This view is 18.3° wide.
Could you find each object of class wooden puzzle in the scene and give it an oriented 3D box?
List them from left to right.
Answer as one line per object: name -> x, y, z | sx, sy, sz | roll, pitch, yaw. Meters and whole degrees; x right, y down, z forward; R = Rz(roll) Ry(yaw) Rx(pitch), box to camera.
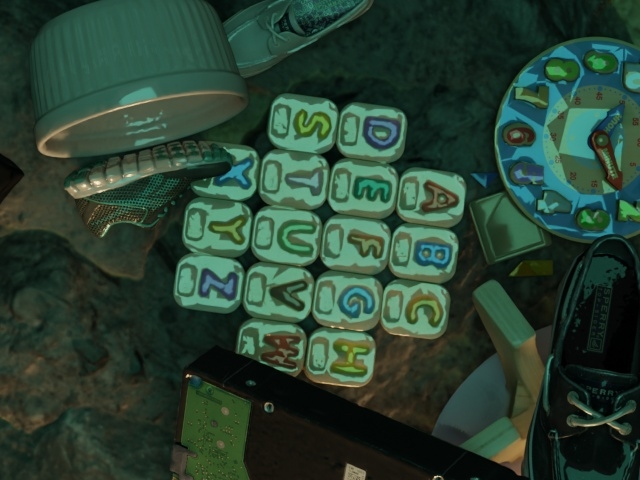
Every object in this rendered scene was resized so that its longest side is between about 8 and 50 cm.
wooden puzzle -> 0.190, -0.016, 1.993 | 0.078, 0.014, 0.116 | -11, 92, -8

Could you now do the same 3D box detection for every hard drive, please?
hard drive -> 0.015, 0.262, 1.846 | 0.339, 0.064, 0.237 | 20, 119, 22

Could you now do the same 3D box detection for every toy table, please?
toy table -> 0.225, 0.159, 1.897 | 0.252, 0.161, 0.274 | 43, 76, 12

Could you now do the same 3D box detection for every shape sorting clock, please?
shape sorting clock -> 0.275, -0.100, 1.978 | 0.206, 0.040, 0.206 | 0, 90, -10

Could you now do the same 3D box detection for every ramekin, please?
ramekin -> -0.177, -0.159, 1.874 | 0.207, 0.207, 0.109 | -13, 83, -4

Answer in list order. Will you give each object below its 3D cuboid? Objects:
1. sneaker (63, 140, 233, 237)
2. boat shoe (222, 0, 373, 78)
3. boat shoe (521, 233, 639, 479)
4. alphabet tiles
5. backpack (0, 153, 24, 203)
sneaker -> -0.163, -0.049, 1.948 | 0.166, 0.065, 0.076 | -12, 110, 5
boat shoe -> -0.029, -0.212, 1.949 | 0.184, 0.063, 0.066 | -20, 92, -4
boat shoe -> 0.246, 0.141, 1.765 | 0.108, 0.102, 0.301 | 10, 72, 3
alphabet tiles -> 0.000, 0.000, 1.976 | 0.278, 0.021, 0.284 | 8, 90, -4
backpack -> -0.491, 0.027, 1.824 | 0.290, 0.273, 0.355 | 27, 78, -41
